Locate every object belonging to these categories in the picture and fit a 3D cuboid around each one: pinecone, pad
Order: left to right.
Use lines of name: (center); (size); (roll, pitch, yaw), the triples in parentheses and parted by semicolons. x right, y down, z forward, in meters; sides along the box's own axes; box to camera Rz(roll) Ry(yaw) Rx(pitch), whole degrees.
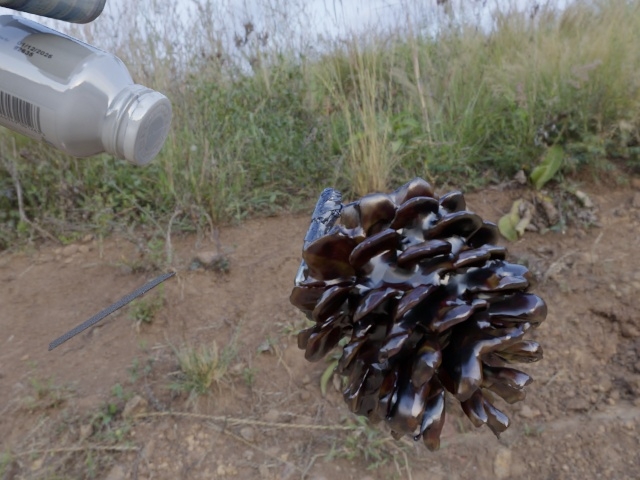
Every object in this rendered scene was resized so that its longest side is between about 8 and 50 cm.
pad: (-0.529, 0.174, 1.265); (0.330, 0.004, 0.220); (-34, 10, -26)
pinecone: (0.115, 0.102, 0.598); (0.242, 0.296, 0.298); (-17, -37, -52)

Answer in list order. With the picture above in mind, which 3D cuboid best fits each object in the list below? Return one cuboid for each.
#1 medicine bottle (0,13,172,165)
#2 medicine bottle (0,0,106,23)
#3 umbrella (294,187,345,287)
medicine bottle: (-0.301, -0.175, 0.612); (0.215, 0.135, 0.135); (24, -3, 1)
medicine bottle: (-0.315, -0.278, 0.503); (0.083, 0.083, 0.203); (-9, 9, 19)
umbrella: (-0.004, -0.004, 1.087); (0.071, 0.248, 0.071); (17, -26, 9)
